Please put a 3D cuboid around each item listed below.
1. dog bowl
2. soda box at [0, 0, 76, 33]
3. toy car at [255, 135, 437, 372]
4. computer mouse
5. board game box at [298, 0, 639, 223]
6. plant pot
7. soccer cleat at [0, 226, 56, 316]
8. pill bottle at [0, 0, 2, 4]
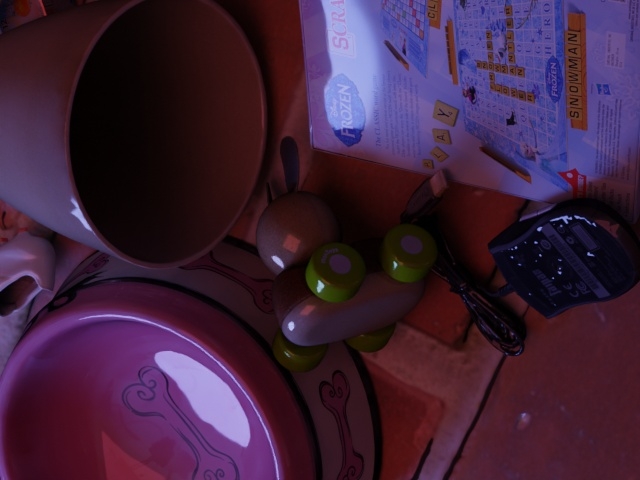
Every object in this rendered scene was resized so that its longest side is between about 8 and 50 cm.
[{"bbox_3d":[-0.153,0.201,1.776,0.408,0.150,0.408,7,109,22],"label":"dog bowl"},{"bbox_3d":[-0.308,-0.302,1.739,0.063,0.058,0.183,-13,100,28],"label":"soda box"},{"bbox_3d":[0.000,0.000,1.651,0.188,0.149,0.155,62,150,25],"label":"toy car"},{"bbox_3d":[0.181,-0.009,1.567,0.184,0.060,0.262,47,149,-2],"label":"computer mouse"},{"bbox_3d":[0.135,-0.185,1.500,0.318,0.066,0.318,15,135,20],"label":"board game box"},{"bbox_3d":[-0.238,-0.117,1.679,0.274,0.256,0.256,9,110,39],"label":"plant pot"},{"bbox_3d":[-0.361,0.055,1.863,0.196,0.068,0.076,-27,61,27],"label":"soccer cleat"},{"bbox_3d":[-0.485,-0.324,1.701,0.361,0.204,0.204,38,119,28],"label":"pill bottle"}]
